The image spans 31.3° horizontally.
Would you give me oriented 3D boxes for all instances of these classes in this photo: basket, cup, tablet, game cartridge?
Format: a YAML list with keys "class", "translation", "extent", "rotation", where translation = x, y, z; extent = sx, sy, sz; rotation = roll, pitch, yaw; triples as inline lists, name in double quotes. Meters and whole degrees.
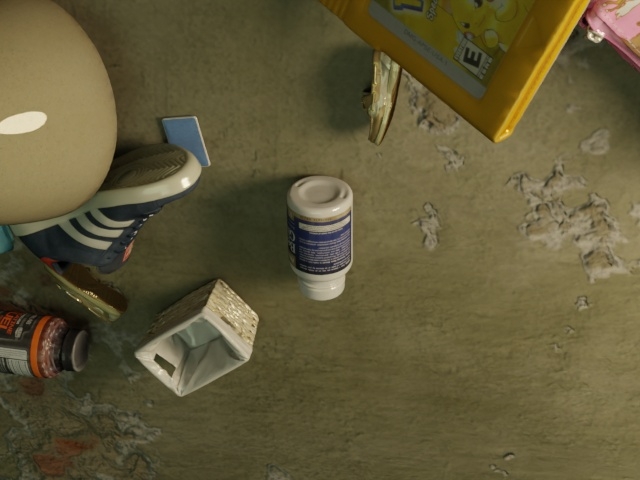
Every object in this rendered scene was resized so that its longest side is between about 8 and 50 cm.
- class: "basket"
  translation: [-0.190, 0.151, 1.794]
  extent: [0.167, 0.103, 0.113]
  rotation: [-30, 114, 32]
- class: "cup"
  translation: [-0.470, -0.155, 1.493]
  extent: [0.331, 0.237, 0.331]
  rotation: [9, 111, 24]
- class: "tablet"
  translation: [-0.193, -0.141, 1.639]
  extent: [0.054, 0.006, 0.083]
  rotation: [-2, 124, 17]
- class: "game cartridge"
  translation: [0.148, -0.314, 1.302]
  extent: [0.324, 0.053, 0.285]
  rotation: [41, 131, 18]

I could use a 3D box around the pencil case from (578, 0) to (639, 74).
- class: "pencil case"
  translation: [0.459, -0.207, 1.318]
  extent: [0.386, 0.160, 0.167]
  rotation: [39, 125, -15]

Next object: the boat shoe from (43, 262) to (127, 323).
- class: "boat shoe"
  translation: [-0.383, 0.079, 1.825]
  extent: [0.153, 0.056, 0.048]
  rotation: [35, 123, -21]

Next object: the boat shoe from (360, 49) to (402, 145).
- class: "boat shoe"
  translation: [0.077, -0.191, 1.506]
  extent: [0.045, 0.050, 0.135]
  rotation: [16, 118, 8]

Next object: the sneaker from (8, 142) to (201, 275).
- class: "sneaker"
  translation: [-0.294, -0.033, 1.676]
  extent: [0.350, 0.131, 0.148]
  rotation: [-12, 121, 35]

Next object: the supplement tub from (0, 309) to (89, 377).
- class: "supplement tub"
  translation: [-0.487, 0.171, 1.890]
  extent: [0.198, 0.106, 0.106]
  rotation: [5, 127, 10]

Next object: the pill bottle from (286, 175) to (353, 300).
- class: "pill bottle"
  translation: [0.000, 0.000, 1.636]
  extent: [0.094, 0.094, 0.169]
  rotation: [6, 127, 11]

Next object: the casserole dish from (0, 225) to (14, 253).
- class: "casserole dish"
  translation: [-0.543, -0.037, 1.741]
  extent: [0.188, 0.037, 0.114]
  rotation: [26, 146, 30]
